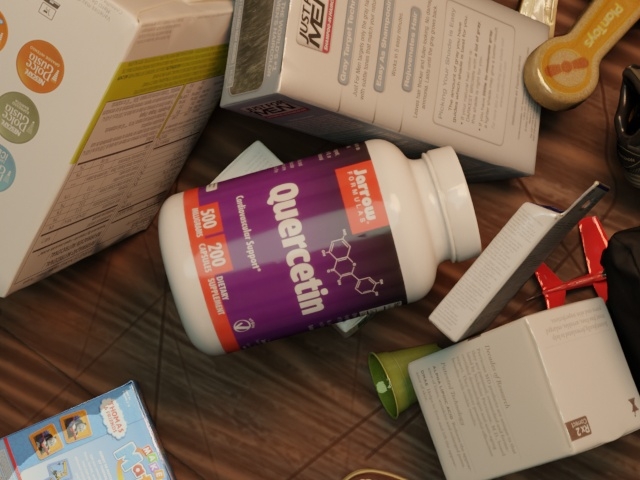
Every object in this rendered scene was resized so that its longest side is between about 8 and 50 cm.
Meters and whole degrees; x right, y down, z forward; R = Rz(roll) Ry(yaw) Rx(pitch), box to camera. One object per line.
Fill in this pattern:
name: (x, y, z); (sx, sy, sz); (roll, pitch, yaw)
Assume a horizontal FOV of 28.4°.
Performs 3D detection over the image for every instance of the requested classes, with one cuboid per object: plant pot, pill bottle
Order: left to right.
pill bottle: (0.000, 0.000, 1.356); (0.322, 0.181, 0.182); (-16, 81, 1)
plant pot: (0.108, 0.155, 1.479); (0.079, 0.083, 0.083); (-21, 80, -12)

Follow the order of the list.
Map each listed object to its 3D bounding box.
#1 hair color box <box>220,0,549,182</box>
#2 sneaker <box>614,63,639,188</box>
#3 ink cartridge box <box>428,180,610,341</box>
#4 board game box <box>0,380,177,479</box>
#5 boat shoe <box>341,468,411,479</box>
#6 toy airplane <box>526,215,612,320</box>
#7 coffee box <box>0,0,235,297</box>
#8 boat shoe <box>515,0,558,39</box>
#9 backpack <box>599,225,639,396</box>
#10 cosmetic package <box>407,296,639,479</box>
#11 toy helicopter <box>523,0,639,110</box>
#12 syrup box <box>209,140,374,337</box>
hair color box: (0.082, -0.196, 1.405); (0.374, 0.113, 0.186); (14, 79, -37)
sneaker: (0.416, -0.172, 1.419); (0.227, 0.130, 0.087); (-41, 48, -6)
ink cartridge box: (0.223, 0.009, 1.393); (0.045, 0.223, 0.224); (43, 101, 12)
board game box: (-0.286, 0.281, 1.497); (0.211, 0.039, 0.160); (-23, 81, 0)
boat shoe: (0.151, 0.383, 1.412); (0.342, 0.123, 0.123); (43, 86, 8)
toy airplane: (0.317, 0.045, 1.503); (0.151, 0.028, 0.151); (-1, 79, 4)
coffee box: (-0.322, -0.195, 1.373); (0.337, 0.338, 0.334); (35, 112, 8)
boat shoe: (0.283, -0.323, 1.550); (0.059, 0.063, 0.170); (17, 88, -1)
backpack: (0.511, 0.060, 1.343); (0.355, 0.290, 0.273); (-27, 54, -6)
cosmetic package: (0.226, 0.168, 1.387); (0.183, 0.151, 0.152); (-29, 77, 43)
toy helicopter: (0.371, -0.276, 1.478); (0.235, 0.140, 0.355); (42, 73, -4)
syrup box: (-0.020, 0.001, 1.497); (0.096, 0.093, 0.237); (-44, 82, -4)
